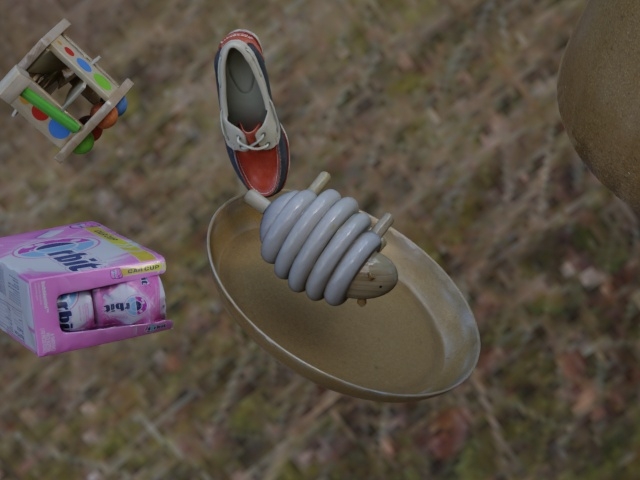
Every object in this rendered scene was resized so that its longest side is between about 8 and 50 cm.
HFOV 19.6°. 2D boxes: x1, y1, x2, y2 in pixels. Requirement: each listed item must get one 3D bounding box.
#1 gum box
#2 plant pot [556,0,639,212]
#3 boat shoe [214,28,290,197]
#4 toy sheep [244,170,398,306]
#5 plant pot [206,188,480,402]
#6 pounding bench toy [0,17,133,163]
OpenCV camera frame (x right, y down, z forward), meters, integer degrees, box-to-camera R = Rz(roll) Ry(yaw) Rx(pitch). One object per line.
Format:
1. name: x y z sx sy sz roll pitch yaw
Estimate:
1. gum box: -0.197 0.036 1.454 0.107 0.062 0.188 -11 14 -23
2. plant pot: 0.287 -0.166 1.167 0.237 0.237 0.254 -48 -20 -30
3. boat shoe: -0.054 -0.094 1.429 0.049 0.137 0.043 -7 20 5
4. toy sheep: 0.000 0.000 1.388 0.091 0.132 0.091 -55 -13 -19
5. plant pot: 0.014 0.047 1.456 0.032 0.236 0.236 -61 3 32
6. pounding bench toy: -0.153 -0.081 1.088 0.052 0.065 0.083 -44 9 20
